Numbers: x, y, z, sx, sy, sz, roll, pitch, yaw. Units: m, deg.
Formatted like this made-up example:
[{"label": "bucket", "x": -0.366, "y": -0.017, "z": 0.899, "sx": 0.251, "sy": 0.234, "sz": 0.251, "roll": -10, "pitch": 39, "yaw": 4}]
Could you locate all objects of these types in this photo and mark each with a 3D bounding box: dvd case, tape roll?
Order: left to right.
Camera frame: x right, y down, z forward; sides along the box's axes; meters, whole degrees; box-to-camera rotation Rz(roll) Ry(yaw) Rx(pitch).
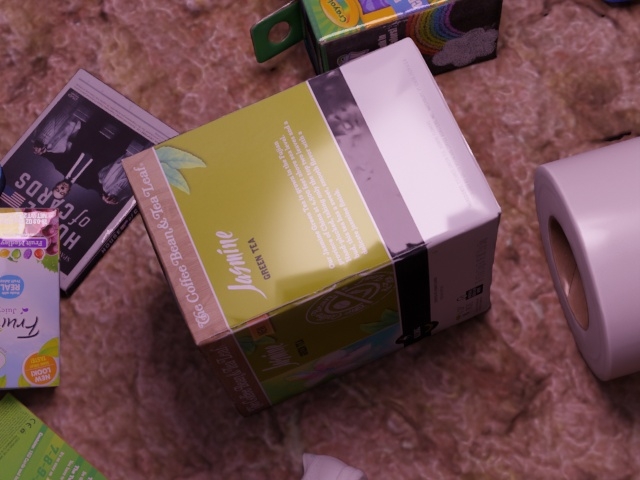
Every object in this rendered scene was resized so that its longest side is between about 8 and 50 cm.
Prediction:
[{"label": "dvd case", "x": -0.299, "y": -0.075, "z": 1.707, "sx": 0.179, "sy": 0.029, "sz": 0.238, "roll": 34, "pitch": 76, "yaw": 16}, {"label": "tape roll", "x": 0.346, "y": 0.013, "z": 1.503, "sx": 0.169, "sy": 0.246, "sz": 0.246, "roll": -16, "pitch": 69, "yaw": -1}]

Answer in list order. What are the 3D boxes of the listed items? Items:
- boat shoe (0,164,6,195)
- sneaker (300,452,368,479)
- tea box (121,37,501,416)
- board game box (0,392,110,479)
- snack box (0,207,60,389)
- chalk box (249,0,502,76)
[{"label": "boat shoe", "x": -0.485, "y": -0.105, "z": 1.708, "sx": 0.258, "sy": 0.089, "sz": 0.109, "roll": 29, "pitch": 58, "yaw": 21}, {"label": "sneaker", "x": -0.036, "y": 0.329, "z": 1.520, "sx": 0.094, "sy": 0.080, "sz": 0.212, "roll": 22, "pitch": 66, "yaw": 25}, {"label": "tea box", "x": 0.000, "y": 0.000, "z": 1.493, "sx": 0.324, "sy": 0.329, "sz": 0.220, "roll": -23, "pitch": 70, "yaw": -2}, {"label": "board game box", "x": -0.298, "y": 0.295, "z": 1.561, "sx": 0.259, "sy": 0.039, "sz": 0.124, "roll": 36, "pitch": 77, "yaw": 23}, {"label": "snack box", "x": -0.385, "y": 0.067, "z": 1.595, "sx": 0.175, "sy": 0.070, "sz": 0.207, "roll": -1, "pitch": 85, "yaw": -14}, {"label": "chalk box", "x": 0.052, "y": -0.291, "z": 1.674, "sx": 0.289, "sy": 0.180, "sz": 0.179, "roll": -17, "pitch": 70, "yaw": -2}]
